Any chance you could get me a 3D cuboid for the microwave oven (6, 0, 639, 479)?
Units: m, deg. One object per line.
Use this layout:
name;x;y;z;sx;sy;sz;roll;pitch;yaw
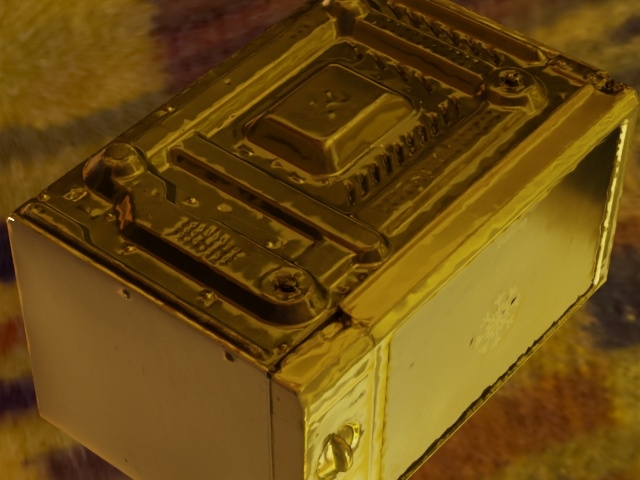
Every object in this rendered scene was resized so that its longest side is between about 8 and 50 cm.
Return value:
microwave oven;0.000;0.000;0.808;0.194;0.145;0.240;31;52;25
